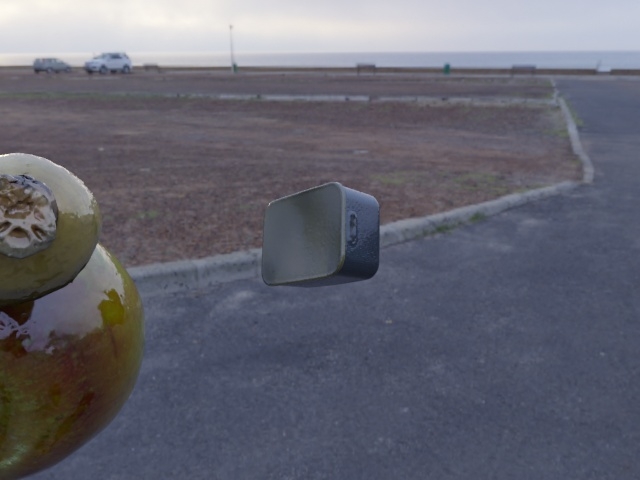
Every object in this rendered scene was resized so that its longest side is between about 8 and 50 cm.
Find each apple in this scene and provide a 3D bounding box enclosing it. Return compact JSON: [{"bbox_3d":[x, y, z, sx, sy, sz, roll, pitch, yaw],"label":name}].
[{"bbox_3d":[-0.438,0.130,0.873,0.384,0.374,0.374,0,17,-1],"label":"apple"}]

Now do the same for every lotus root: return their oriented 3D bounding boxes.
[{"bbox_3d":[-0.292,-0.008,0.608,0.146,0.131,0.303,-47,22,-20],"label":"lotus root"}]

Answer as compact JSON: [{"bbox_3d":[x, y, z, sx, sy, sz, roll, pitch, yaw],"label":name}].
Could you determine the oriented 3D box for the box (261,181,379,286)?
[{"bbox_3d":[0.000,0.000,1.002,0.090,0.145,0.201,12,-17,-39],"label":"box"}]
